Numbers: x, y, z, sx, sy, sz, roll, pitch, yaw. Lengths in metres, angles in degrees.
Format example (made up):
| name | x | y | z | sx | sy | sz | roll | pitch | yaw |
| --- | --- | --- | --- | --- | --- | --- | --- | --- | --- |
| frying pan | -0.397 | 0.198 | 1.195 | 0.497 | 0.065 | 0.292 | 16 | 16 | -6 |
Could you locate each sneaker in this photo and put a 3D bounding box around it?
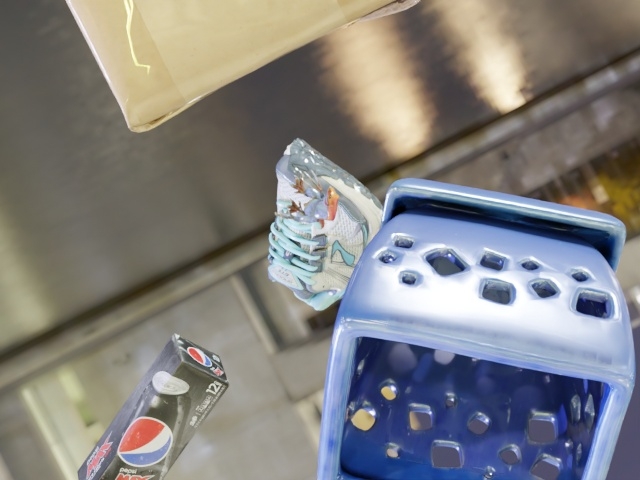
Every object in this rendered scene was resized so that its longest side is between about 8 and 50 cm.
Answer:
| name | x | y | z | sx | sy | sz | roll | pitch | yaw |
| --- | --- | --- | --- | --- | --- | --- | --- | --- | --- |
| sneaker | 0.000 | 0.000 | 1.576 | 0.122 | 0.110 | 0.283 | -48 | 156 | -8 |

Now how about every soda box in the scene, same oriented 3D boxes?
| name | x | y | z | sx | sy | sz | roll | pitch | yaw |
| --- | --- | --- | --- | --- | --- | --- | --- | --- | --- |
| soda box | -0.153 | 0.171 | 1.394 | 0.169 | 0.053 | 0.060 | -55 | -156 | 12 |

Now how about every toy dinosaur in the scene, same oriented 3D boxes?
| name | x | y | z | sx | sy | sz | roll | pitch | yaw |
| --- | --- | --- | --- | --- | --- | --- | --- | --- | --- |
| toy dinosaur | 0.001 | -0.032 | 1.328 | 0.090 | 0.047 | 0.082 | 21 | -176 | -41 |

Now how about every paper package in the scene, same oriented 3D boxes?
| name | x | y | z | sx | sy | sz | roll | pitch | yaw |
| --- | --- | --- | --- | --- | --- | --- | --- | --- | --- |
| paper package | -0.083 | -0.256 | 0.864 | 0.168 | 0.325 | 0.309 | -25 | -169 | 9 |

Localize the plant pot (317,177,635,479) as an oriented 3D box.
| name | x | y | z | sx | sy | sz | roll | pitch | yaw |
| --- | --- | --- | --- | --- | --- | --- | --- | --- | --- |
| plant pot | 0.133 | 0.087 | 1.294 | 0.236 | 0.235 | 0.212 | 97 | 5 | -46 |
